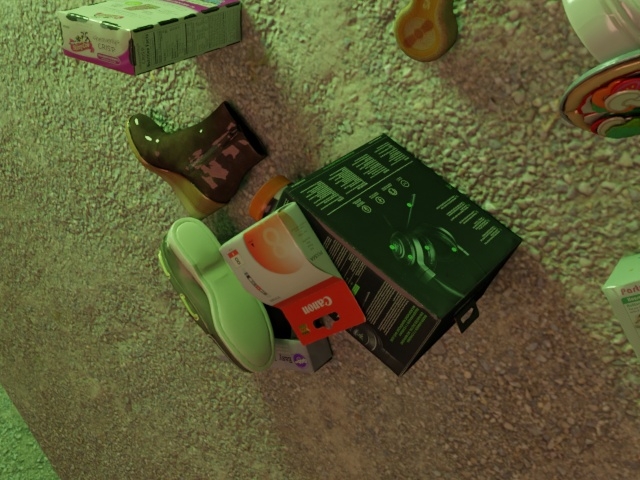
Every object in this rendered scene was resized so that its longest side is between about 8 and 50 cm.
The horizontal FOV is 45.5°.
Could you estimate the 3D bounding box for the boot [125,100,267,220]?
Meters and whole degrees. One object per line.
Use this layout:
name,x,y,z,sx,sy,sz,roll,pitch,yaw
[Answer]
boot,-0.221,-0.180,1.355,0.248,0.090,0.207,51,123,7

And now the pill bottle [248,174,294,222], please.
pill bottle,0.000,0.000,1.217,0.246,0.130,0.130,40,133,15

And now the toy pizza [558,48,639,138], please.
toy pizza,0.357,-0.149,0.803,0.201,0.201,0.032,-19,68,44

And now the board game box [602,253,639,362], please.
board game box,0.509,0.142,0.899,0.224,0.097,0.303,-21,100,43

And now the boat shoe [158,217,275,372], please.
boat shoe,-0.187,0.106,1.359,0.091,0.109,0.304,-38,81,45

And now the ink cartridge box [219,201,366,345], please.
ink cartridge box,-0.041,0.056,0.998,0.145,0.045,0.179,-29,92,47

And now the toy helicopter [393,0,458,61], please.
toy helicopter,0.169,-0.365,0.904,0.235,0.140,0.355,26,139,16

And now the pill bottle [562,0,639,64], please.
pill bottle,0.384,-0.283,0.718,0.283,0.160,0.160,-35,89,45

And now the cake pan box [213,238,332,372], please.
cake pan box,-0.116,0.119,1.426,0.267,0.070,0.245,1,116,39

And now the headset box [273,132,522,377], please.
headset box,0.106,0.014,1.057,0.283,0.246,0.131,39,133,15

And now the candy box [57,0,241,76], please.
candy box,-0.255,-0.327,1.174,0.159,0.233,0.071,22,125,30
